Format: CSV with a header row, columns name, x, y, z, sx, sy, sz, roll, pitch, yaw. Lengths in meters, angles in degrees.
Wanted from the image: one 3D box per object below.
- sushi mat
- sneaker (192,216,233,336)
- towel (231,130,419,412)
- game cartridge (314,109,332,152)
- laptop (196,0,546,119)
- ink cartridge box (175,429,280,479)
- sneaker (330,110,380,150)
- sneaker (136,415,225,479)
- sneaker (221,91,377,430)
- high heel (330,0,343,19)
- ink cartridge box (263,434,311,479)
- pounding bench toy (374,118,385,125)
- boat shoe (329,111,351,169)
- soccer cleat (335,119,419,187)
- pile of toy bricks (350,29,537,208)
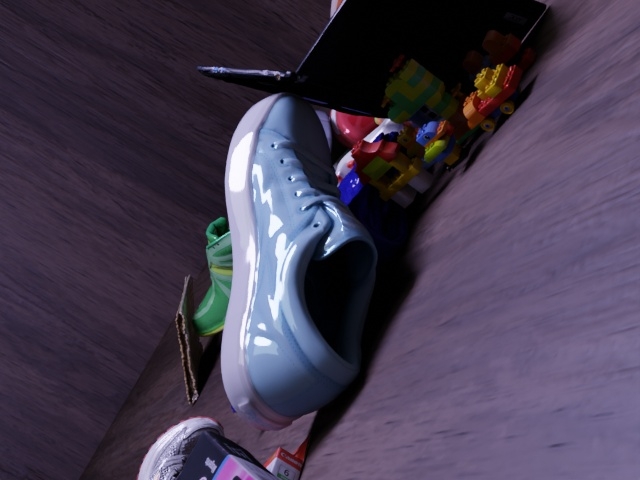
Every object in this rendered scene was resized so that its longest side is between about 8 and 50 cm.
name,x,y,z,sx,sy,sz,roll,pitch,yaw
sushi mat,-0.217,0.159,2.470,0.316,0.019,0.151,-105,6,-80
sneaker,-0.136,0.025,2.368,0.296,0.123,0.109,-59,6,24
towel,0.001,0.033,1.628,0.308,0.076,0.228,-54,8,33
game cartridge,-0.025,-0.088,2.099,0.294,0.060,0.196,-126,46,-82
laptop,0.049,-0.206,1.526,0.264,0.234,0.137,12,90,51
ink cartridge box,-0.144,0.347,1.221,0.371,0.069,0.175,-62,21,-3
sneaker,0.089,-0.222,2.059,0.128,0.087,0.221,-54,10,40
sneaker,-0.171,0.307,1.701,0.092,0.088,0.225,2,59,58
sneaker,0.000,0.000,1.422,0.150,0.135,0.366,-24,53,34
high heel,0.167,-0.394,2.066,0.181,0.127,0.377,-25,-6,-42
ink cartridge box,-0.045,0.223,1.335,0.063,0.029,0.115,-52,10,34
pounding bench toy,0.087,-0.176,1.876,0.065,0.083,0.052,-57,8,5
boat shoe,0.016,-0.154,2.317,0.081,0.068,0.228,-61,8,-21
soccer cleat,0.089,-0.114,1.713,0.196,0.068,0.076,-43,10,39
pile of toy bricks,0.107,-0.137,1.442,0.212,0.105,0.118,-42,17,47
